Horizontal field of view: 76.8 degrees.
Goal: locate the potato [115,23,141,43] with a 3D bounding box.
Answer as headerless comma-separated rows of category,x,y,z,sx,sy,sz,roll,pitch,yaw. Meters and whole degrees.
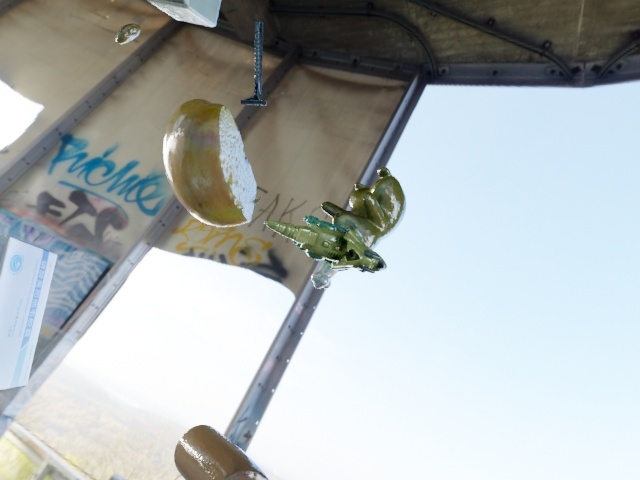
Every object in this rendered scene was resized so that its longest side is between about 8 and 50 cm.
potato,-0.610,-0.659,1.282,0.045,0.092,0.046,39,-21,16

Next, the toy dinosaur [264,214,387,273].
toy dinosaur,0.000,0.000,0.778,0.259,0.094,0.153,20,4,-25

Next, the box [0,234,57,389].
box,-0.740,0.175,0.952,0.065,0.343,0.200,5,-14,-4

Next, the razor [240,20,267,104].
razor,-0.149,-0.411,0.943,0.066,0.189,0.033,5,6,12

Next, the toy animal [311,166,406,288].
toy animal,0.097,-0.041,1.095,0.181,0.363,0.180,-15,-66,52

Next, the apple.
apple,-0.308,-0.216,1.138,0.314,0.252,0.309,25,-32,38

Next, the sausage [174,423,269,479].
sausage,-0.218,0.507,0.885,0.253,0.123,0.123,-1,-39,49

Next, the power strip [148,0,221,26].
power strip,-0.335,-0.695,1.035,0.140,0.224,0.139,19,11,19
